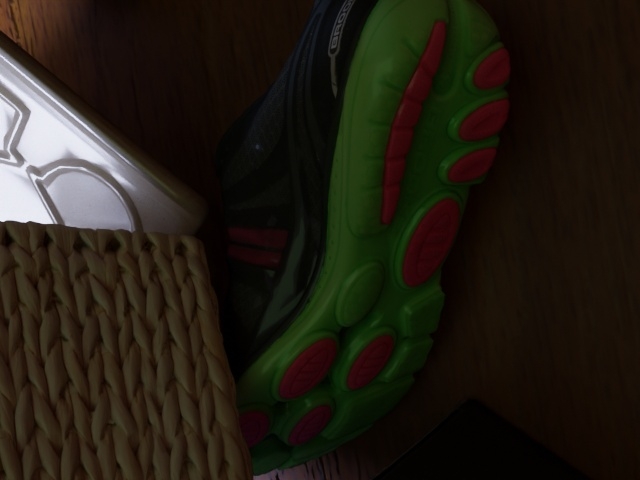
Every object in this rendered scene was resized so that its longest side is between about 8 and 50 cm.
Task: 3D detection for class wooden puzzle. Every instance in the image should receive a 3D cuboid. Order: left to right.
[{"bbox_3d":[-0.278,-0.043,0.989,0.322,0.080,0.348,40,133,2],"label":"wooden puzzle"}]

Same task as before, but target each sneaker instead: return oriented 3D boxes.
[{"bbox_3d":[0.000,0.000,0.891,0.202,0.185,0.483,48,122,47],"label":"sneaker"}]

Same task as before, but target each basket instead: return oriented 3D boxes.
[{"bbox_3d":[-0.234,0.192,0.830,0.328,0.266,0.331,-56,42,45],"label":"basket"}]

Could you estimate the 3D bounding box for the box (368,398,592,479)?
[{"bbox_3d":[0.064,0.365,0.807,0.212,0.293,0.395,33,110,19],"label":"box"}]
